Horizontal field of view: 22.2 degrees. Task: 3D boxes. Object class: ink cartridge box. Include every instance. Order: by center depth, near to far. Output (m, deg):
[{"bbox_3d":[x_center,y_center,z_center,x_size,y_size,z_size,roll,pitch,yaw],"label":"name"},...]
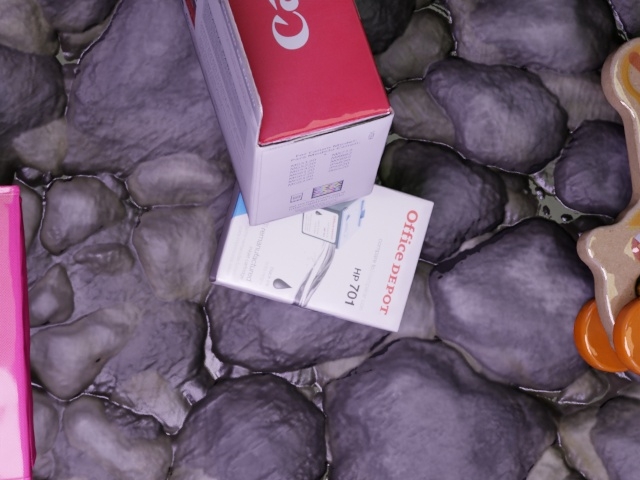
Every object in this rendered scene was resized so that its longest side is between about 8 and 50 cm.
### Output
[{"bbox_3d":[-0.044,-0.208,1.470,0.130,0.272,0.309,-15,74,-9],"label":"ink cartridge box"},{"bbox_3d":[0.000,0.000,1.620,0.191,0.082,0.139,16,87,-8],"label":"ink cartridge box"}]

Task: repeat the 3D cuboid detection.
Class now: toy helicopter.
[{"bbox_3d":[0.369,-0.034,1.660,0.235,0.140,0.355,-10,90,-12],"label":"toy helicopter"}]

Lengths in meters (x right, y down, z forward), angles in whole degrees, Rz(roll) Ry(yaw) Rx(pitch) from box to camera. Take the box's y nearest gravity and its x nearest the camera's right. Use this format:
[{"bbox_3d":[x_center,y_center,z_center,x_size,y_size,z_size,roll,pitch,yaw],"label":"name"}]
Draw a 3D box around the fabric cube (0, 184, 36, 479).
[{"bbox_3d":[-0.390,0.087,1.466,0.254,0.259,0.258,-3,90,-9],"label":"fabric cube"}]
